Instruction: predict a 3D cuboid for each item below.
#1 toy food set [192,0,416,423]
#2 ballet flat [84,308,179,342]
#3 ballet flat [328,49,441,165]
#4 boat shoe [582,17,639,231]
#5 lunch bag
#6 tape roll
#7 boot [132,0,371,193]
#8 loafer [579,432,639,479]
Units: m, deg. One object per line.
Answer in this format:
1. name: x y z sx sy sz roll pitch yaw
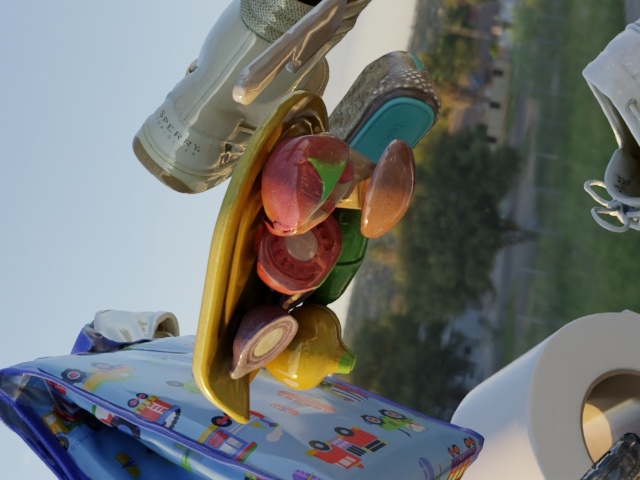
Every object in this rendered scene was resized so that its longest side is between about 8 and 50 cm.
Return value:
1. toy food set: 0.000 0.000 0.550 0.128 0.071 0.218 -47 -27 -56
2. ballet flat: -0.180 0.207 1.219 0.400 0.139 0.139 -113 26 -51
3. ballet flat: 0.018 -0.062 0.807 0.206 0.073 0.067 -42 35 40
4. boat shoe: 0.354 -0.068 1.184 0.136 0.156 0.367 55 180 44
5. lunch bag: -0.070 0.138 0.772 0.221 0.293 0.138 -6 -57 -62
6. tape roll: 0.263 0.212 1.059 0.169 0.246 0.246 128 159 -55
7. boot: -0.024 -0.160 0.872 0.203 0.095 0.262 -50 -6 34
8. loafer: 0.207 0.172 0.722 0.062 0.061 0.170 -45 -28 -1
